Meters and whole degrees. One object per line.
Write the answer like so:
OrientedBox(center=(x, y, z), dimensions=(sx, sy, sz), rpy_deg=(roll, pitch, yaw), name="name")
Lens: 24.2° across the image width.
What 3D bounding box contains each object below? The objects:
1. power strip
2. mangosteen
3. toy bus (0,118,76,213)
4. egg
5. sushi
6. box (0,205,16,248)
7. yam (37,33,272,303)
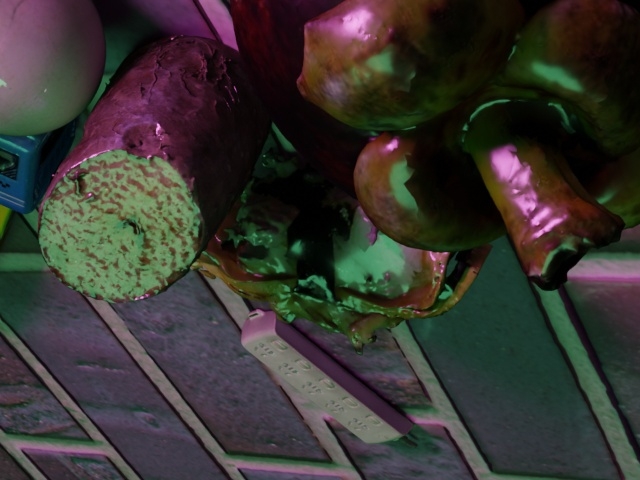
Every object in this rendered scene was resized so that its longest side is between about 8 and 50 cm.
OrientedBox(center=(0.014, 0.157, 1.592), dimensions=(0.253, 0.027, 0.060), rpy_deg=(40, 143, -23), name="power strip")
OrientedBox(center=(0.090, -0.141, 0.889), dimensions=(0.330, 0.330, 0.330), rpy_deg=(16, 145, 11), name="mangosteen")
OrientedBox(center=(-0.346, -0.131, 1.336), dimensions=(0.246, 0.113, 0.134), rpy_deg=(24, 146, 0), name="toy bus")
OrientedBox(center=(-0.267, -0.177, 1.194), dimensions=(0.209, 0.151, 0.151), rpy_deg=(44, 142, -16), name="egg")
OrientedBox(center=(0.002, 0.005, 1.301), dimensions=(0.291, 0.139, 0.131), rpy_deg=(12, 137, 19), name="sushi")
OrientedBox(center=(-0.419, -0.037, 1.570), dimensions=(0.187, 0.047, 0.335), rpy_deg=(28, 145, -7), name="box")
OrientedBox(center=(-0.126, -0.071, 1.207), dimensions=(0.154, 0.254, 0.154), rpy_deg=(6, 122, 10), name="yam")
